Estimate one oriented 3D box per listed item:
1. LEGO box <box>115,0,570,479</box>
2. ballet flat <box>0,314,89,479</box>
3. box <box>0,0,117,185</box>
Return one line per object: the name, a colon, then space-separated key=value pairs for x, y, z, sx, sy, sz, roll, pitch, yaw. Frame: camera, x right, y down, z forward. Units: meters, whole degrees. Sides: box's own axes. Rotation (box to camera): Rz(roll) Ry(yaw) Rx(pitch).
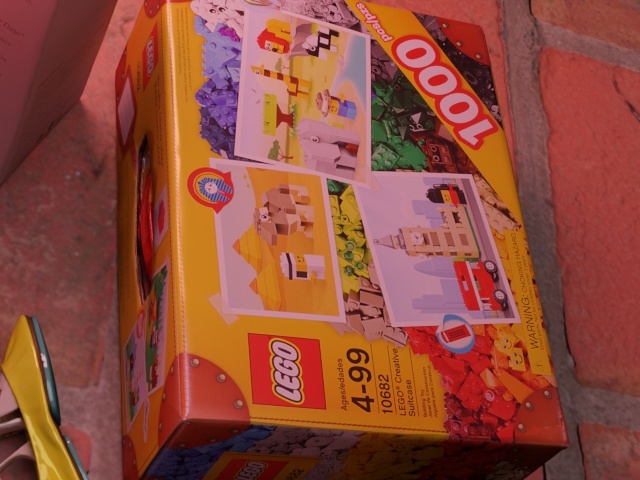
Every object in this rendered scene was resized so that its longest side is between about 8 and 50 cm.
LEGO box: x=0.000 y=0.000 z=1.294 sx=0.372 sy=0.193 sz=0.500 roll=7 pitch=56 yaw=-22
ballet flat: x=-0.253 y=0.174 z=1.140 sx=0.077 sy=0.077 sz=0.231 roll=-18 pitch=69 yaw=-15
box: x=-0.314 y=-0.246 z=1.210 sx=0.215 sy=0.345 sz=0.168 roll=34 pitch=51 yaw=-2
